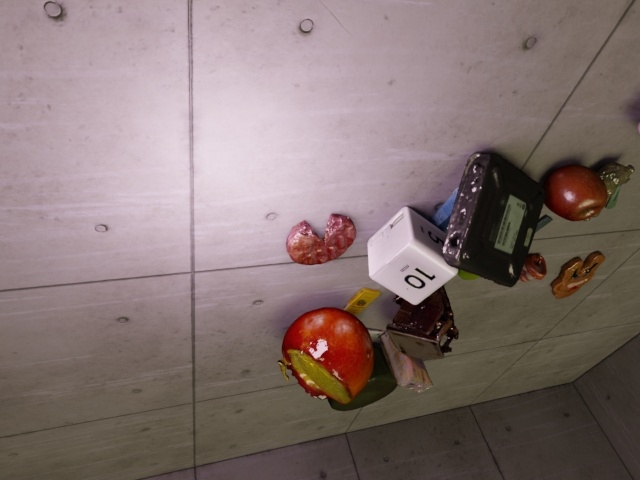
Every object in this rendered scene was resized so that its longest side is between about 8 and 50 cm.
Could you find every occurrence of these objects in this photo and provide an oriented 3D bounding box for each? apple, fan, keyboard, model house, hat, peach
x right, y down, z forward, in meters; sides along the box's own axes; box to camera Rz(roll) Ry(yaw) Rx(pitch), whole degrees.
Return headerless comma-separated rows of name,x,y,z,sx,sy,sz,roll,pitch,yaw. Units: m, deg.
apple,0.813,-0.150,1.508,0.181,0.168,0.180,-13,149,-8
fan,1.082,-0.176,1.716,0.038,0.016,0.193,-20,144,5
keyboard,0.791,-0.032,1.771,0.055,0.014,0.176,17,130,-39
model house,0.444,0.311,1.870,0.282,0.298,0.317,-59,142,-22
hat,0.849,0.133,1.952,0.094,0.112,0.162,28,139,-11
peach,0.037,0.416,1.762,0.336,0.309,0.405,6,141,30

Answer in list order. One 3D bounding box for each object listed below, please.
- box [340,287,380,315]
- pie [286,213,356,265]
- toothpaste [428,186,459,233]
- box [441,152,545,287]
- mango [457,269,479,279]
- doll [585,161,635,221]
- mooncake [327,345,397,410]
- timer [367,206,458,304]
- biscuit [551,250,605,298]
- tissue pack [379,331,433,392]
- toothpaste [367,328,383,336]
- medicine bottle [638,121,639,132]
box,0.153,0.240,1.827,0.087,0.023,0.155,15,131,-34
pie,0.000,0.000,1.434,0.219,0.054,0.204,-8,141,-18
toothpaste,0.418,-0.087,1.509,0.066,0.053,0.272,6,136,-35
box,0.532,-0.056,1.406,0.351,0.091,0.358,18,89,-35
mango,0.567,0.018,1.623,0.186,0.149,0.272,-21,143,-20
doll,0.987,-0.170,1.633,0.203,0.091,0.286,-26,146,27
mooncake,0.184,0.647,2.215,0.357,0.194,0.356,-15,144,-12
timer,0.280,0.048,1.455,0.195,0.194,0.192,33,122,-19
biscuit,1.183,0.175,2.178,0.202,0.047,0.333,-14,143,-8
tissue pack,0.381,0.545,2.118,0.123,0.256,0.215,-35,140,25
toothpaste,0.202,0.401,2.047,0.191,0.031,0.048,18,127,-43
medicine bottle,1.088,-0.373,1.275,0.256,0.256,0.324,6,128,-30
